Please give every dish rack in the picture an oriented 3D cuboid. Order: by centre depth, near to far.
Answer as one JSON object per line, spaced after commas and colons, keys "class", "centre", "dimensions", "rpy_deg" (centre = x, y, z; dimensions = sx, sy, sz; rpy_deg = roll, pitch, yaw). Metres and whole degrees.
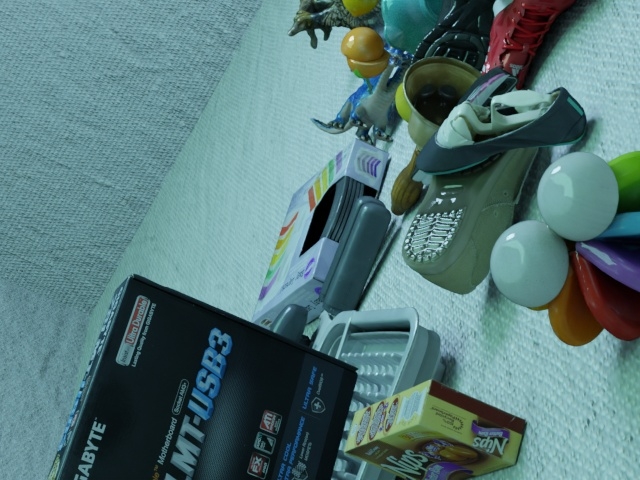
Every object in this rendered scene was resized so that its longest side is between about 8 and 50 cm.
{"class": "dish rack", "centre": [0.040, 0.223, 1.856], "dimensions": [0.285, 0.072, 0.333], "rpy_deg": [-67, 14, -11]}

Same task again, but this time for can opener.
{"class": "can opener", "centre": [0.005, 0.068, 2.181], "dimensions": [0.076, 0.095, 0.283], "rpy_deg": [-118, 47, -71]}

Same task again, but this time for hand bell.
{"class": "hand bell", "centre": [0.134, -0.114, 2.064], "dimensions": [0.242, 0.126, 0.126], "rpy_deg": [113, 172, -51]}

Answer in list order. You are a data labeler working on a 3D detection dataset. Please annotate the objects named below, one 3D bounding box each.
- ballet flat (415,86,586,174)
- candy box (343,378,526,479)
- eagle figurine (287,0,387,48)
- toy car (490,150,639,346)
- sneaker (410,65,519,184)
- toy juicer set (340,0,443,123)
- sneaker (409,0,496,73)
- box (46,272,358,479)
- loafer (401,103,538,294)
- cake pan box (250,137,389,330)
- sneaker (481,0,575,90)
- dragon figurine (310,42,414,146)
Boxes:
{"class": "ballet flat", "centre": [0.187, -0.126, 1.711], "dimensions": [0.203, 0.074, 0.074], "rpy_deg": [-11, 46, 28]}
{"class": "candy box", "centre": [0.110, 0.196, 1.573], "dimensions": [0.186, 0.109, 0.053], "rpy_deg": [-36, 32, 61]}
{"class": "eagle figurine", "centre": [0.081, -0.430, 2.646], "dimensions": [0.298, 0.225, 0.226], "rpy_deg": [-22, 81, 27]}
{"class": "toy car", "centre": [0.250, 0.013, 1.356], "dimensions": [0.136, 0.159, 0.182], "rpy_deg": [53, 123, 34]}
{"class": "sneaker", "centre": [0.188, -0.127, 1.896], "dimensions": [0.178, 0.077, 0.072], "rpy_deg": [-53, 9, 27]}
{"class": "toy juicer set", "centre": [0.118, -0.340, 2.207], "dimensions": [0.089, 0.209, 0.329], "rpy_deg": [-19, 50, 60]}
{"class": "sneaker", "centre": [0.199, -0.285, 2.095], "dimensions": [0.130, 0.109, 0.286], "rpy_deg": [-12, -57, -79]}
{"class": "box", "centre": [-0.130, 0.224, 1.735], "dimensions": [0.073, 0.293, 0.295], "rpy_deg": [-38, 30, 58]}
{"class": "loafer", "centre": [0.176, -0.048, 1.768], "dimensions": [0.102, 0.092, 0.268], "rpy_deg": [4, 50, 40]}
{"class": "cake pan box", "centre": [0.000, 0.000, 2.378], "dimensions": [0.267, 0.070, 0.246], "rpy_deg": [-37, 34, 61]}
{"class": "sneaker", "centre": [0.255, -0.248, 1.882], "dimensions": [0.221, 0.087, 0.128], "rpy_deg": [122, 161, -76]}
{"class": "dragon figurine", "centre": [0.080, -0.227, 2.422], "dimensions": [0.144, 0.085, 0.289], "rpy_deg": [-67, 15, -8]}
